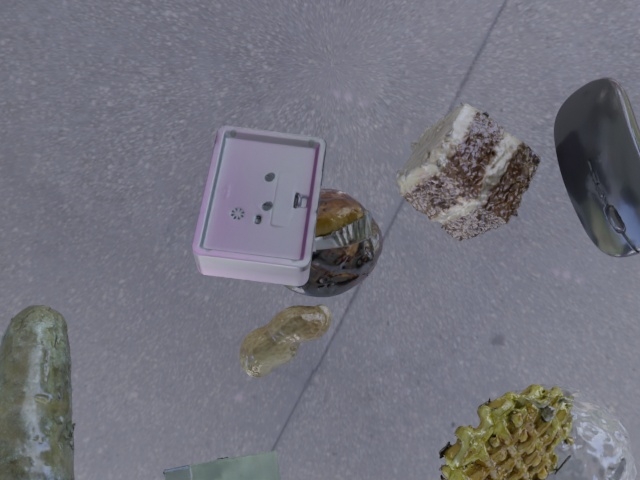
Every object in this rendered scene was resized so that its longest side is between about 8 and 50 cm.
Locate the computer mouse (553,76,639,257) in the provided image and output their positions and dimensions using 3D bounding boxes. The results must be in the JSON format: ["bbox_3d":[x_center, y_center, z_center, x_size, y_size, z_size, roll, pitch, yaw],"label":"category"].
[{"bbox_3d":[0.364,-0.093,0.930,0.057,0.120,0.232,-5,75,-29],"label":"computer mouse"}]

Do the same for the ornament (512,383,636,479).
[{"bbox_3d":[0.513,0.484,1.596,0.337,0.337,0.336,0,103,1],"label":"ornament"}]

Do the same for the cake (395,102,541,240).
[{"bbox_3d":[0.203,-0.098,1.032,0.147,0.134,0.135,40,62,-13],"label":"cake"}]

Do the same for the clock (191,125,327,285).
[{"bbox_3d":[-0.074,-0.046,0.945,0.150,0.063,0.197,7,61,0],"label":"clock"}]

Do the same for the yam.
[{"bbox_3d":[-0.427,0.252,1.088,0.133,0.133,0.330,-9,61,3],"label":"yam"}]

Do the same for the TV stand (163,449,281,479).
[{"bbox_3d":[-0.203,0.507,1.555,0.083,0.270,0.088,-19,71,32],"label":"TV stand"}]

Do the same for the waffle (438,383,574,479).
[{"bbox_3d":[0.247,0.317,1.012,0.281,0.060,0.262,-1,115,-41],"label":"waffle"}]

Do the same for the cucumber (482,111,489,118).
[{"bbox_3d":[0.318,-0.248,1.644,0.135,0.034,0.033,-23,94,14],"label":"cucumber"}]

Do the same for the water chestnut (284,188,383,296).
[{"bbox_3d":[0.000,0.000,1.726,0.289,0.244,0.289,-14,129,-17],"label":"water chestnut"}]

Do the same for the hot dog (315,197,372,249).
[{"bbox_3d":[-0.036,-0.020,1.238,0.271,0.163,0.081,-9,91,25],"label":"hot dog"}]

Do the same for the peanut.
[{"bbox_3d":[-0.076,0.199,1.501,0.228,0.085,0.104,-39,122,18],"label":"peanut"}]
